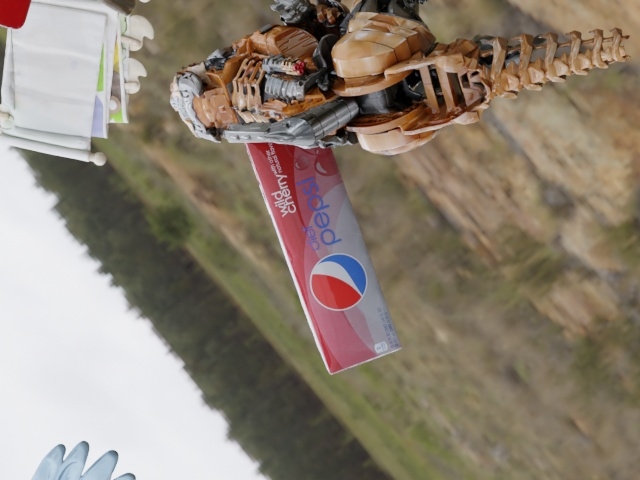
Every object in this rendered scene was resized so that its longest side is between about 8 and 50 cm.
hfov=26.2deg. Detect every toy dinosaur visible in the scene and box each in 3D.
[{"bbox_3d":[0.053,-0.117,0.966,0.322,0.218,0.164,20,131,21],"label":"toy dinosaur"}]

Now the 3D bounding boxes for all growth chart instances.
[{"bbox_3d":[-0.281,-0.192,1.541,0.172,0.237,0.021,17,-152,-3],"label":"growth chart"}]

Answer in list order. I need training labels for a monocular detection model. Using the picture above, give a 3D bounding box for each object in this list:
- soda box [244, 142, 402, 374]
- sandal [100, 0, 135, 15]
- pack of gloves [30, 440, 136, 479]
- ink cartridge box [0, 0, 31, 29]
[{"bbox_3d":[0.000,0.000,1.438,0.092,0.083,0.263,-130,20,-83],"label":"soda box"},{"bbox_3d":[-0.224,-0.320,1.405,0.090,0.060,0.219,27,-144,-37],"label":"sandal"},{"bbox_3d":[-0.177,0.272,1.200,0.195,0.232,0.046,29,-148,-5],"label":"pack of gloves"},{"bbox_3d":[-0.363,-0.368,1.243,0.309,0.271,0.130,17,178,-22],"label":"ink cartridge box"}]
